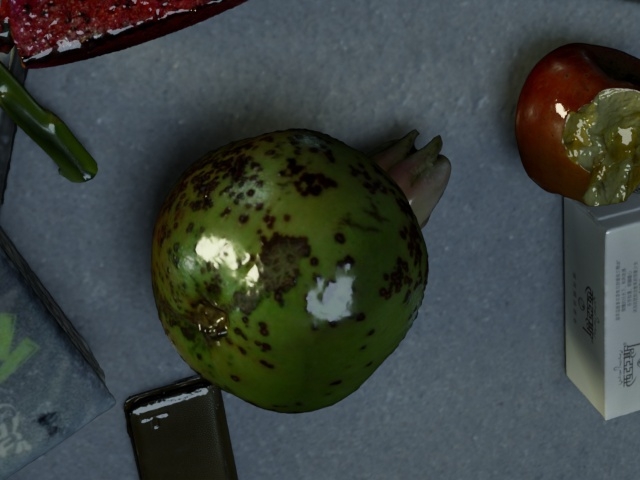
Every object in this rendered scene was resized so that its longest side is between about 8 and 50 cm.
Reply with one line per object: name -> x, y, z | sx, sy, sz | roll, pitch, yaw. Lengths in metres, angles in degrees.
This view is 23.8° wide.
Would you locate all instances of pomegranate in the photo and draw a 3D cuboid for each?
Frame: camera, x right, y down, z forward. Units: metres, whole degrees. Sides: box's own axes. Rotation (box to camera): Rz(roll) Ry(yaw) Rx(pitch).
pomegranate -> 0.000, 0.000, 1.493 | 0.340, 0.285, 0.285 | -37, 130, -37

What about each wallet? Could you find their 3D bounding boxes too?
wallet -> -0.148, 0.244, 1.671 | 0.110, 0.031, 0.198 | -15, 121, -13

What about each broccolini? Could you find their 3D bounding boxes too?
broccolini -> -0.350, -0.170, 1.357 | 0.392, 0.074, 0.079 | 49, 51, -35

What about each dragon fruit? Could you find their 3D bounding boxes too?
dragon fruit -> -0.178, -0.236, 1.341 | 0.261, 0.163, 0.189 | -22, 157, -14

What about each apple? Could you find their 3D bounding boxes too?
apple -> 0.278, -0.121, 1.585 | 0.156, 0.147, 0.158 | -24, 141, -48

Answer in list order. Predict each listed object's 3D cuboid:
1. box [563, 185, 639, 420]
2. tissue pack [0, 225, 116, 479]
box -> 0.387, 0.054, 1.739 | 0.194, 0.111, 0.261 | -14, 123, -14
tissue pack -> -0.412, 0.080, 1.423 | 0.288, 0.124, 0.394 | -31, 124, -2
